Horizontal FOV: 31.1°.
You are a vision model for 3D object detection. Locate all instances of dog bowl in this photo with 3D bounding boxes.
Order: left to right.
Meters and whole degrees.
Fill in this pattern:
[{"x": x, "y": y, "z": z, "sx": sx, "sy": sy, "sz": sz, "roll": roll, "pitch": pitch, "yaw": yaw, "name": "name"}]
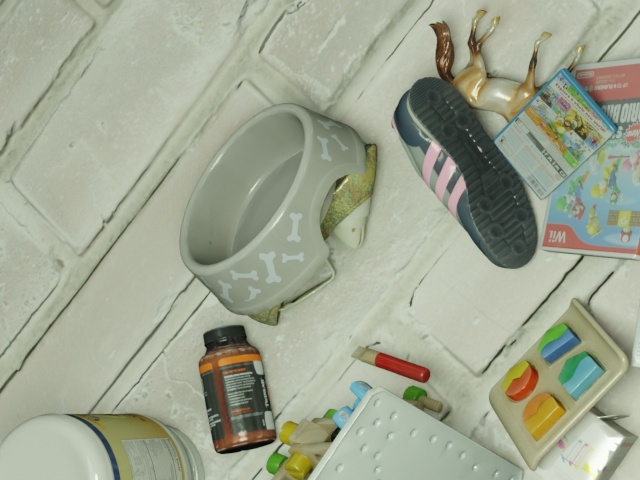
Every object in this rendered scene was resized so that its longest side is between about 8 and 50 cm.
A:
[{"x": -0.087, "y": -0.061, "z": 1.792, "sx": 0.348, "sy": 0.102, "sz": 0.349, "roll": -36, "pitch": 36, "yaw": 31, "name": "dog bowl"}]

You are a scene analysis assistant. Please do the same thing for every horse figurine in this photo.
[{"x": 0.277, "y": -0.247, "z": 1.756, "sx": 0.263, "sy": 0.066, "sz": 0.174, "roll": 25, "pitch": 105, "yaw": 22, "name": "horse figurine"}]

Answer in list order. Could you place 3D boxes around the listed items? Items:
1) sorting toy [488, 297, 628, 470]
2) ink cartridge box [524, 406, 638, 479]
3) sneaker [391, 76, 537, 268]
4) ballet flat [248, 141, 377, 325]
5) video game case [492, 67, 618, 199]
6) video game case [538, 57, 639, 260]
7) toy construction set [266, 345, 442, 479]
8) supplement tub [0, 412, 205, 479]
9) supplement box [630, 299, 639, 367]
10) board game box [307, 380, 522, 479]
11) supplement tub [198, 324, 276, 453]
[{"x": 0.325, "y": 0.196, "z": 1.625, "sx": 0.208, "sy": 0.038, "sz": 0.193, "roll": -52, "pitch": 22, "yaw": 12, "name": "sorting toy"}, {"x": 0.373, "y": 0.294, "z": 1.620, "sx": 0.090, "sy": 0.092, "sz": 0.143, "roll": 35, "pitch": 96, "yaw": 26, "name": "ink cartridge box"}, {"x": 0.216, "y": -0.092, "z": 1.762, "sx": 0.112, "sy": 0.131, "sz": 0.319, "roll": -25, "pitch": 84, "yaw": -24, "name": "sneaker"}, {"x": 0.000, "y": 0.000, "z": 1.843, "sx": 0.348, "sy": 0.123, "sz": 0.123, "roll": -47, "pitch": 66, "yaw": 11, "name": "ballet flat"}, {"x": 0.338, "y": -0.153, "z": 1.676, "sx": 0.119, "sy": 0.015, "sz": 0.166, "roll": 53, "pitch": 132, "yaw": 12, "name": "video game case"}, {"x": 0.410, "y": -0.118, "z": 1.641, "sx": 0.204, "sy": 0.025, "sz": 0.285, "roll": 7, "pitch": 84, "yaw": 61, "name": "video game case"}, {"x": 0.018, "y": 0.305, "z": 1.733, "sx": 0.237, "sy": 0.257, "sz": 0.309, "roll": 17, "pitch": 76, "yaw": 40, "name": "toy construction set"}, {"x": -0.346, "y": 0.389, "z": 1.826, "sx": 0.228, "sy": 0.316, "sz": 0.228, "roll": -4, "pitch": 81, "yaw": 25, "name": "supplement tub"}, {"x": 0.505, "y": 0.077, "z": 1.578, "sx": 0.114, "sy": 0.111, "sz": 0.220, "roll": 7, "pitch": 85, "yaw": 27, "name": "supplement box"}, {"x": 0.065, "y": 0.412, "z": 1.574, "sx": 0.050, "sy": 0.390, "sz": 0.390, "roll": 33, "pitch": 89, "yaw": 47, "name": "board game box"}, {"x": -0.138, "y": 0.240, "z": 1.867, "sx": 0.106, "sy": 0.106, "sz": 0.198, "roll": -18, "pitch": 75, "yaw": 22, "name": "supplement tub"}]
